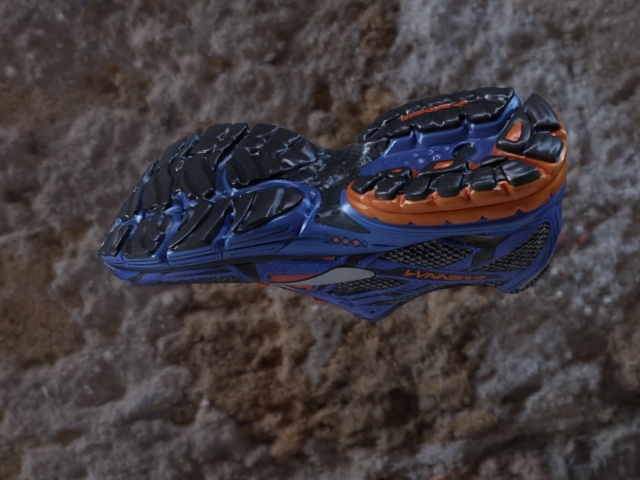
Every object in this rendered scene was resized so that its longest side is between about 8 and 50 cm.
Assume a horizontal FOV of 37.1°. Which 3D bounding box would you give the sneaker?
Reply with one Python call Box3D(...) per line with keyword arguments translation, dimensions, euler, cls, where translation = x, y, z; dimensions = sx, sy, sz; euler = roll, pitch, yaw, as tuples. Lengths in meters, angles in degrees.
Box3D(translation=(0.000, 0.000, 0.418), dimensions=(0.221, 0.087, 0.083), euler=(-4, 43, 24), cls="sneaker")
